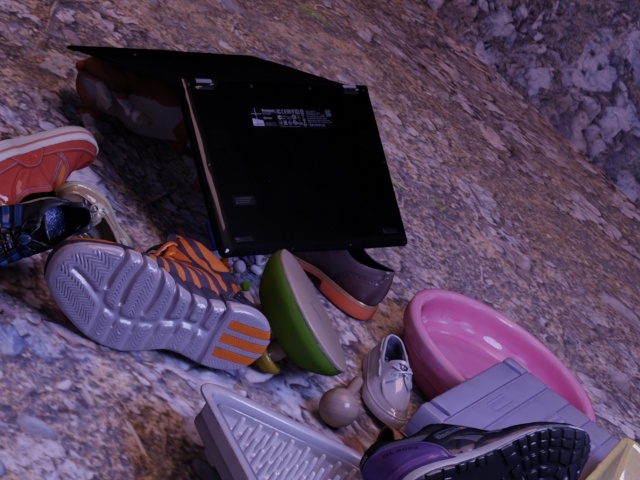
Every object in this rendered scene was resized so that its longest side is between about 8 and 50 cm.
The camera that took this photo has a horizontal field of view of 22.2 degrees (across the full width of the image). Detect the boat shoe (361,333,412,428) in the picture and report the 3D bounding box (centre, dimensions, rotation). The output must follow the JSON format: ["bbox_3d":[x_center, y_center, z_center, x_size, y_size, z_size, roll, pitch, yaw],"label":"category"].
[{"bbox_3d":[0.100,0.192,2.263,0.066,0.063,0.184,31,21,-10],"label":"boat shoe"}]

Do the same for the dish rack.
[{"bbox_3d":[-0.003,0.301,1.798,0.285,0.072,0.333,28,12,-29],"label":"dish rack"}]

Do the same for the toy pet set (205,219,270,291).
[{"bbox_3d":[-0.130,0.023,2.326,0.122,0.065,0.114,-11,84,-57],"label":"toy pet set"}]

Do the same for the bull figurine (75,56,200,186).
[{"bbox_3d":[-0.238,-0.191,2.523,0.310,0.101,0.188,17,32,-23],"label":"bull figurine"}]

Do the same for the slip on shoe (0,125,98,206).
[{"bbox_3d":[-0.379,-0.081,2.112,0.101,0.123,0.331,67,18,-3],"label":"slip on shoe"}]

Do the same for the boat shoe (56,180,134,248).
[{"bbox_3d":[-0.287,-0.014,2.093,0.048,0.056,0.153,-101,165,-51],"label":"boat shoe"}]

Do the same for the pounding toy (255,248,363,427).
[{"bbox_3d":[-0.042,0.138,2.159,0.237,0.110,0.183,62,7,-9],"label":"pounding toy"}]

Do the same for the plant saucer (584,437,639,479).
[{"bbox_3d":[0.407,0.422,1.931,0.333,0.081,0.333,50,25,9],"label":"plant saucer"}]

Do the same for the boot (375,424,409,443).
[{"bbox_3d":[0.215,0.348,1.977,0.280,0.096,0.264,34,16,-38],"label":"boot"}]

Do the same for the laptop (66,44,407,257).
[{"bbox_3d":[-0.122,-0.143,2.446,0.382,0.236,0.408,-4,74,-45],"label":"laptop"}]

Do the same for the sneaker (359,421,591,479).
[{"bbox_3d":[0.180,0.244,1.894,0.283,0.107,0.124,-7,28,-29],"label":"sneaker"}]

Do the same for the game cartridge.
[{"bbox_3d":[0.266,0.267,2.112,0.230,0.068,0.355,42,21,15],"label":"game cartridge"}]

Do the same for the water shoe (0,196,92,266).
[{"bbox_3d":[-0.360,-0.012,1.928,0.203,0.080,0.073,-27,107,-45],"label":"water shoe"}]

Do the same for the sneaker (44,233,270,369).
[{"bbox_3d":[-0.223,0.055,2.043,0.321,0.124,0.180,27,15,-36],"label":"sneaker"}]

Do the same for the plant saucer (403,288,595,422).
[{"bbox_3d":[0.253,0.207,2.428,0.332,0.084,0.332,30,21,-13],"label":"plant saucer"}]

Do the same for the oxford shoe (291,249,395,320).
[{"bbox_3d":[0.000,0.000,2.474,0.271,0.098,0.097,40,22,13],"label":"oxford shoe"}]
